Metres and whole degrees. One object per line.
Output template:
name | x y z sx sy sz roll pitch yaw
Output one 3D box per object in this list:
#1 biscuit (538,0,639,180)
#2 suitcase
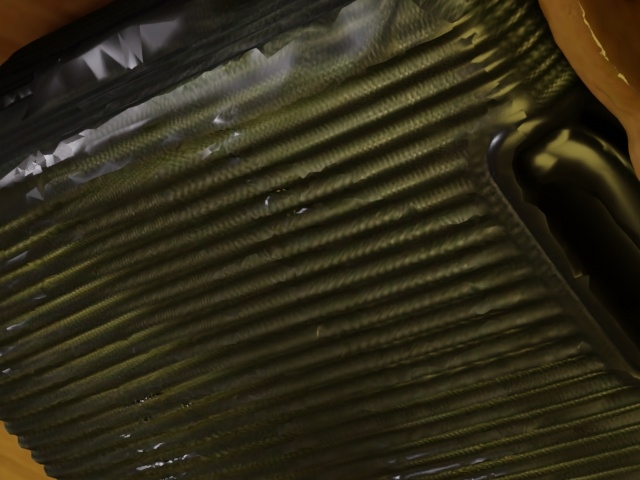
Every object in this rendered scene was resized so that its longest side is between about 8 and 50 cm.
biscuit | 0.085 -0.107 0.430 0.184 0.133 0.027 51 160 -14
suitcase | 0.000 0.000 0.570 0.312 0.128 0.202 -20 118 39
